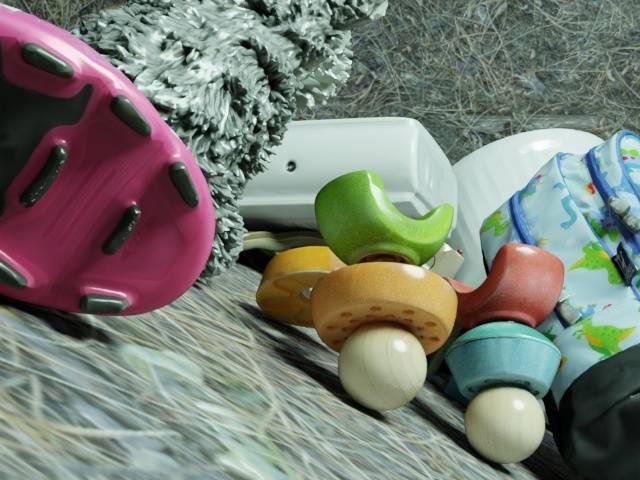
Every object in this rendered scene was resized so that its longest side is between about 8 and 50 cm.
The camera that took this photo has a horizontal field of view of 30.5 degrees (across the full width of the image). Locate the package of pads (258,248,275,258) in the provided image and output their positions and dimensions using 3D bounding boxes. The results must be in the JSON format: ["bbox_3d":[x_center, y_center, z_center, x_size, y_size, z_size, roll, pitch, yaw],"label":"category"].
[{"bbox_3d":[0.000,0.000,1.585,0.297,0.101,0.229,30,2,-7],"label":"package of pads"}]

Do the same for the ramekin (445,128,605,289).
[{"bbox_3d":[0.271,0.001,1.483,0.277,0.277,0.135,28,35,-44],"label":"ramekin"}]

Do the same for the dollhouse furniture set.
[{"bbox_3d":[0.128,0.078,1.150,0.184,0.129,0.129,30,2,-1],"label":"dollhouse furniture set"}]

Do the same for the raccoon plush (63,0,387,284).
[{"bbox_3d":[-0.075,-0.142,0.857,0.216,0.299,0.446,37,-3,-4],"label":"raccoon plush"}]

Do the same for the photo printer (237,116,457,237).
[{"bbox_3d":[-0.017,-0.061,1.318,0.308,0.107,0.256,-1,-10,17],"label":"photo printer"}]

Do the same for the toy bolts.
[{"bbox_3d":[0.068,0.084,0.883,0.229,0.158,0.218,19,-33,-26],"label":"toy bolts"}]

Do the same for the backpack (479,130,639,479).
[{"bbox_3d":[0.291,0.068,1.088,0.290,0.273,0.355,28,13,-30],"label":"backpack"}]

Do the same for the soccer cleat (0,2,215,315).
[{"bbox_3d":[-0.196,-0.074,0.514,0.331,0.116,0.143,29,3,-29],"label":"soccer cleat"}]

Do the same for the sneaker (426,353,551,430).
[{"bbox_3d":[0.288,0.086,1.401,0.447,0.257,0.169,29,3,-23],"label":"sneaker"}]

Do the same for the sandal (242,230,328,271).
[{"bbox_3d":[-0.051,0.014,1.275,0.072,0.049,0.180,-2,-2,37],"label":"sandal"}]
